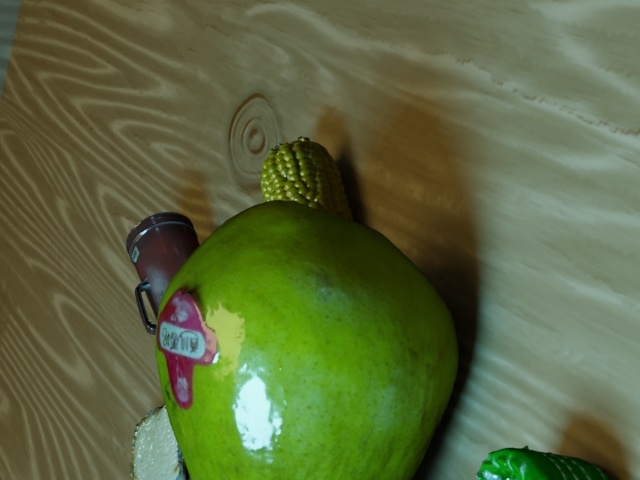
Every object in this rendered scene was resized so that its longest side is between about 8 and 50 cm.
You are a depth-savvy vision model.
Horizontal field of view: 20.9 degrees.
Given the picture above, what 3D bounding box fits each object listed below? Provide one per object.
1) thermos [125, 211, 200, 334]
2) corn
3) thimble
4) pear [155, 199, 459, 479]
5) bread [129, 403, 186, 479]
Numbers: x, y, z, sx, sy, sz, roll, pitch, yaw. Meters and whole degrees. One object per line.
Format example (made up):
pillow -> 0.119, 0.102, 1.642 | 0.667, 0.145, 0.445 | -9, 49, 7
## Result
thermos -> -0.175, 0.076, 2.198 | 0.099, 0.124, 0.232 | -65, 35, 38
corn -> -0.004, -0.001, 1.880 | 0.091, 0.091, 0.260 | -50, 43, 37
thimble -> 0.178, 0.226, 1.392 | 0.130, 0.090, 0.118 | -115, 39, -52
pear -> -0.017, 0.150, 1.642 | 0.287, 0.287, 0.375 | 173, 95, -65
bread -> -0.204, 0.283, 2.281 | 0.126, 0.044, 0.129 | -37, 45, 47
